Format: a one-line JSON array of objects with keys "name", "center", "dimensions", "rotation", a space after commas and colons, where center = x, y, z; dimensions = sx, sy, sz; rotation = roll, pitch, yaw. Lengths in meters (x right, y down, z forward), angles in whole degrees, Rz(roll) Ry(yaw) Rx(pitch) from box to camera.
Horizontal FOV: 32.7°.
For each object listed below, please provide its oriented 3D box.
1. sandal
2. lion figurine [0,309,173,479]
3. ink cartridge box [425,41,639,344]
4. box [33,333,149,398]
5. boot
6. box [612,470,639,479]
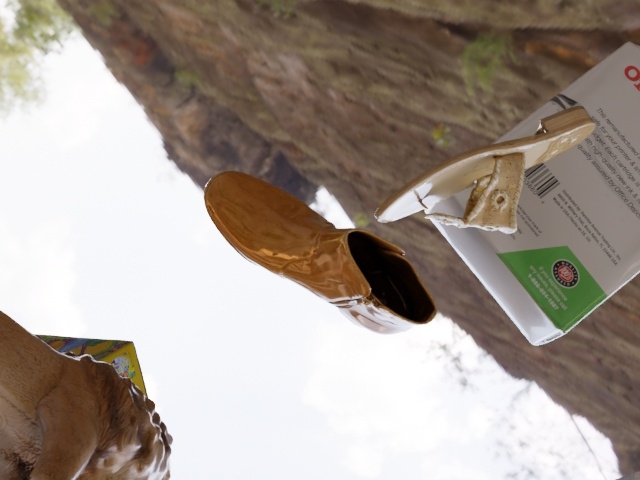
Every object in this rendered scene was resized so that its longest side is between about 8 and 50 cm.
[{"name": "sandal", "center": [0.174, -0.047, 1.031], "dimensions": [0.240, 0.088, 0.079], "rotation": [-25, -107, -17]}, {"name": "lion figurine", "center": [-0.251, 0.084, 0.741], "dimensions": [0.142, 0.392, 0.240], "rotation": [-36, -163, 11]}, {"name": "ink cartridge box", "center": [0.300, -0.052, 1.238], "dimensions": [0.289, 0.211, 0.121], "rotation": [-36, 171, -12]}, {"name": "box", "center": [-0.344, 0.216, 0.989], "dimensions": [0.290, 0.177, 0.279], "rotation": [-1, -162, 36]}, {"name": "boot", "center": [0.000, 0.001, 1.269], "dimensions": [0.104, 0.295, 0.211], "rotation": [-52, -175, -16]}, {"name": "box", "center": [0.158, 0.176, 0.421], "dimensions": [0.072, 0.137, 0.126], "rotation": [-31, -153, 32]}]
